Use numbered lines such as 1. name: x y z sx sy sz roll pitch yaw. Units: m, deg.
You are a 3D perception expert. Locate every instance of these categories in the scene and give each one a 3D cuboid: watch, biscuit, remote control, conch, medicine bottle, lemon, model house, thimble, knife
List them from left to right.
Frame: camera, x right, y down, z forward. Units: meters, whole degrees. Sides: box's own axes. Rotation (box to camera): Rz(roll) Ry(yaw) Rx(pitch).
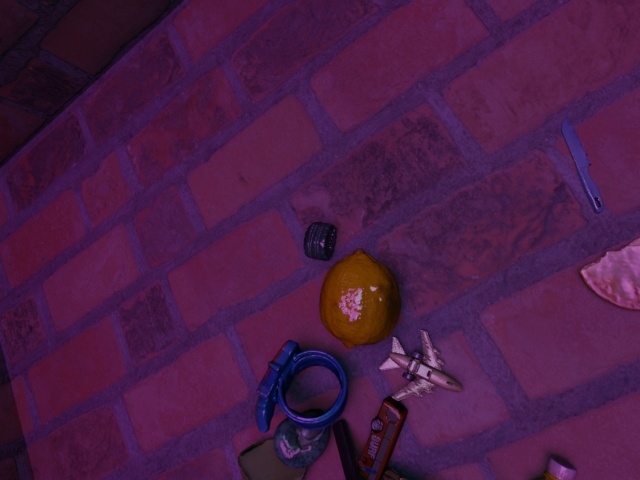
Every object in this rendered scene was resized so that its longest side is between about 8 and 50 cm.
1. model house: -0.176 0.846 1.428 0.214 0.195 0.189 24 118 36
2. conch: -0.071 0.686 1.407 0.203 0.134 0.196 8 43 29
3. watch: -0.060 0.515 1.337 0.275 0.241 0.305 20 63 16
4. thimble: -0.001 0.002 1.454 0.090 0.118 0.135 10 88 22
5. remote control: 0.089 0.713 1.320 0.063 0.025 0.245 -52 33 23
6. lemon: 0.130 0.190 1.311 0.269 0.268 0.321 14 89 22
7. medicine bottle: 0.643 0.717 1.120 0.122 0.122 0.212 18 91 22
8. knife: 0.793 -0.231 1.220 0.045 0.019 0.312 -17 78 11
9. biscuit: 0.919 0.088 1.121 0.309 0.040 0.204 -33 73 16

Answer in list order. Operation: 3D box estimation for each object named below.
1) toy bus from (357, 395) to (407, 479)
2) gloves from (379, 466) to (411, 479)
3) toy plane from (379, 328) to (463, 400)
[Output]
1. toy bus: 0.174 0.715 1.321 0.092 0.093 0.408 22 93 27
2. gloves: 0.334 0.815 1.222 0.331 0.141 0.154 18 90 22
3. toy plane: 0.328 0.418 1.296 0.256 0.104 0.241 20 76 29
